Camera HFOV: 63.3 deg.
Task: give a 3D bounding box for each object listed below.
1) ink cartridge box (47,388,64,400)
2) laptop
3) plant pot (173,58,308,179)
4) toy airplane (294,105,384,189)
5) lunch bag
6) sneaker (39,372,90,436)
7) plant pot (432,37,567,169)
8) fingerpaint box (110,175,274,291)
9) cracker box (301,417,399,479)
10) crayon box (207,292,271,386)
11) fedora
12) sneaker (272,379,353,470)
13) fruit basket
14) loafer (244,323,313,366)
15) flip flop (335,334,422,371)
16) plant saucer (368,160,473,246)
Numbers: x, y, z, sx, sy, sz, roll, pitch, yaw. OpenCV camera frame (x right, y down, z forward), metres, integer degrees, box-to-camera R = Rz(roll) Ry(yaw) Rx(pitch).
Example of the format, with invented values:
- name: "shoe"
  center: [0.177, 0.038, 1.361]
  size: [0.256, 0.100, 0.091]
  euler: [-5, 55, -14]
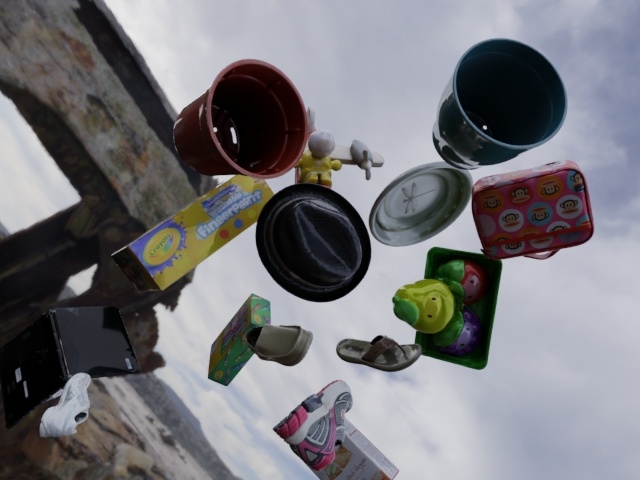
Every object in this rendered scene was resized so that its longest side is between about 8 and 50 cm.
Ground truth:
- name: "ink cartridge box"
  center: [-0.802, 0.451, 1.532]
  size: [0.048, 0.083, 0.028]
  euler: [-95, 162, -75]
- name: "laptop"
  center: [-0.605, 0.289, 1.240]
  size: [0.234, 0.264, 0.136]
  euler: [50, -3, 40]
- name: "plant pot"
  center: [-0.218, -0.273, 1.281]
  size: [0.265, 0.272, 0.272]
  euler: [-1, -56, 50]
- name: "toy airplane"
  center: [-0.020, -0.288, 1.709]
  size: [0.384, 0.386, 0.272]
  euler: [44, -28, 5]
- name: "lunch bag"
  center: [0.567, -0.063, 1.401]
  size: [0.293, 0.120, 0.258]
  euler: [-13, -71, 20]
- name: "sneaker"
  center: [-0.435, 0.294, 0.921]
  size: [0.152, 0.061, 0.054]
  euler: [-92, -169, -67]
- name: "plant pot"
  center: [0.400, -0.297, 1.266]
  size: [0.271, 0.271, 0.255]
  euler: [49, -17, 4]
- name: "fingerpaint box"
  center: [-0.396, -0.029, 1.626]
  size: [0.163, 0.445, 0.371]
  euler: [57, -27, -11]
- name: "cracker box"
  center: [0.067, 0.581, 1.363]
  size: [0.232, 0.067, 0.156]
  euler: [40, -71, 21]
- name: "crayon box"
  center: [-0.273, 0.333, 1.749]
  size: [0.081, 0.278, 0.165]
  euler: [30, 23, -22]
- name: "fedora"
  center: [0.000, 0.000, 1.341]
  size: [0.334, 0.334, 0.152]
  euler: [54, -16, -6]
- name: "sneaker"
  center: [0.005, 0.369, 1.041]
  size: [0.112, 0.121, 0.299]
  euler: [49, 13, 14]
- name: "fruit basket"
  center: [0.407, 0.208, 1.649]
  size: [0.283, 0.392, 0.392]
  euler: [9, -46, 31]
- name: "loafer"
  center: [-0.121, 0.273, 1.383]
  size: [0.092, 0.102, 0.268]
  euler: [35, -31, -25]
- name: "flip flop"
  center: [0.171, 0.328, 1.582]
  size: [0.277, 0.112, 0.080]
  euler: [3, -60, 30]
- name: "plant saucer"
  center: [0.344, -0.146, 1.854]
  size: [0.400, 0.400, 0.100]
  euler: [87, -16, -50]
